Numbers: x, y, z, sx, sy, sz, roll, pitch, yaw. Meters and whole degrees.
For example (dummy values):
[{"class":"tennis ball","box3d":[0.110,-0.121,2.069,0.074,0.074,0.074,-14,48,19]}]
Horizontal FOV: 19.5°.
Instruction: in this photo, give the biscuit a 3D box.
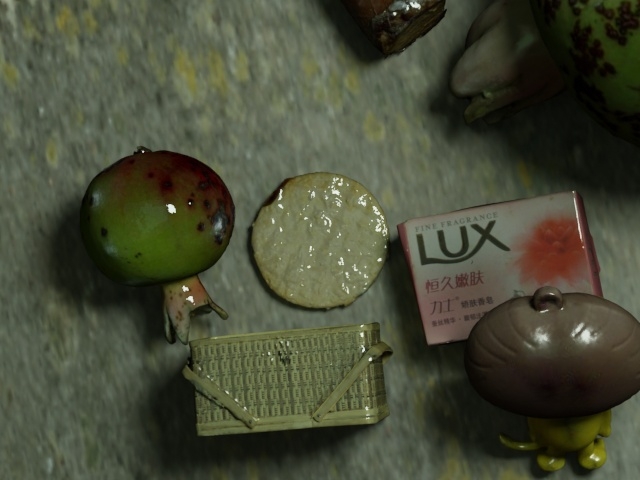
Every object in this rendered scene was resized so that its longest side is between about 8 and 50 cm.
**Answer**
[{"class":"biscuit","box3d":[0.000,0.000,1.569,0.120,0.015,0.120,0,87,7]}]

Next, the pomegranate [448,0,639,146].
[{"class":"pomegranate","box3d":[0.249,-0.183,1.446,0.341,0.285,0.285,-19,84,37]}]

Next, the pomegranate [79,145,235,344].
[{"class":"pomegranate","box3d":[-0.121,-0.002,1.531,0.129,0.129,0.159,-41,90,4]}]

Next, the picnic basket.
[{"class":"picnic basket","box3d":[-0.024,0.113,1.516,0.164,0.115,0.079,-6,88,8]}]

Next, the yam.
[{"class":"yam","box3d":[0.042,-0.229,1.545,0.079,0.079,0.141,-35,82,5]}]

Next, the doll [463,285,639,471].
[{"class":"doll","box3d":[0.180,0.107,1.469,0.145,0.188,0.096,13,47,-5]}]

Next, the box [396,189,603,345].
[{"class":"box","box3d":[0.149,0.023,1.527,0.156,0.060,0.111,-12,84,6]}]
